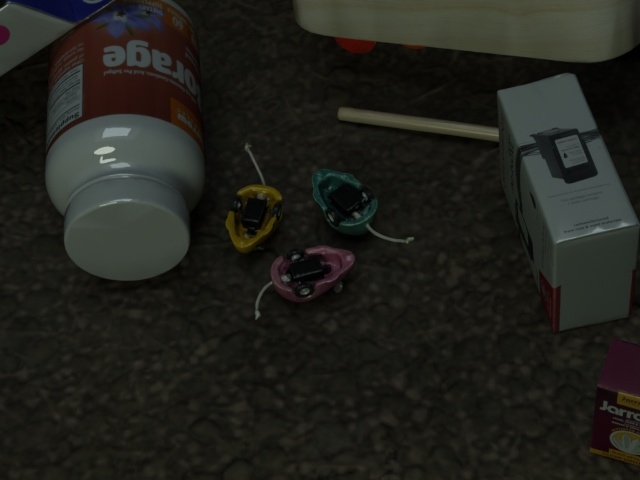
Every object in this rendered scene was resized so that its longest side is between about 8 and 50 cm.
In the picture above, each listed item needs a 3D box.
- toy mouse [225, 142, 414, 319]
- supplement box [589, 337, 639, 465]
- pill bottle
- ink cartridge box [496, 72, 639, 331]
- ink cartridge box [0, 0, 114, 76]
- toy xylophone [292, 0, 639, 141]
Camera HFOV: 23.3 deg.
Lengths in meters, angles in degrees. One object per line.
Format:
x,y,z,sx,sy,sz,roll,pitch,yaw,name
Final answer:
0.000,0.000,1.161,0.143,0.031,0.161,4,52,9,toy mouse
0.210,0.109,1.020,0.055,0.083,0.043,15,54,18,supplement box
-0.148,-0.081,1.183,0.121,0.121,0.216,-7,51,0,pill bottle
0.175,-0.028,1.118,0.063,0.109,0.150,-13,51,-2,ink cartridge box
-0.328,-0.171,1.230,0.371,0.069,0.176,-30,52,7,ink cartridge box
0.104,-0.190,1.191,0.322,0.236,0.081,16,40,15,toy xylophone
